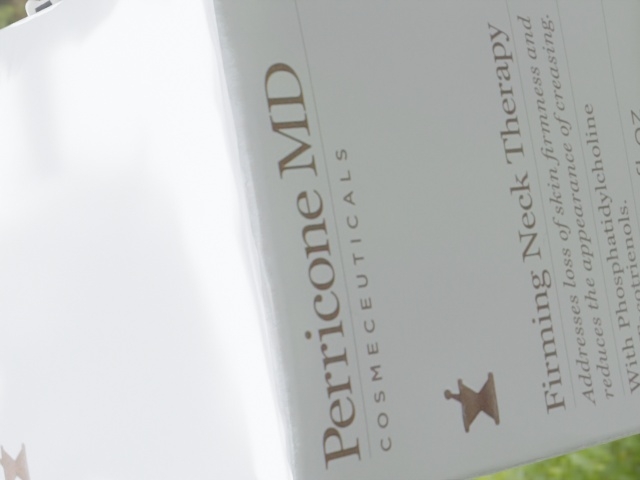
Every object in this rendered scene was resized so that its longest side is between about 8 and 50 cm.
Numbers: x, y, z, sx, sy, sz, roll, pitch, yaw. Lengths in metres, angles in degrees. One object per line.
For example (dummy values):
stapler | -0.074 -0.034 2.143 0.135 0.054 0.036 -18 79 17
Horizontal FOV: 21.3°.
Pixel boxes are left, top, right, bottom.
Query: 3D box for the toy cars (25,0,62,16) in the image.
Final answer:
toy cars | -0.166 -0.084 1.388 0.176 0.087 0.393 54 -167 -30

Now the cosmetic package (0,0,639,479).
cosmetic package | 0.000 0.000 1.138 0.327 0.394 0.329 -12 86 48
